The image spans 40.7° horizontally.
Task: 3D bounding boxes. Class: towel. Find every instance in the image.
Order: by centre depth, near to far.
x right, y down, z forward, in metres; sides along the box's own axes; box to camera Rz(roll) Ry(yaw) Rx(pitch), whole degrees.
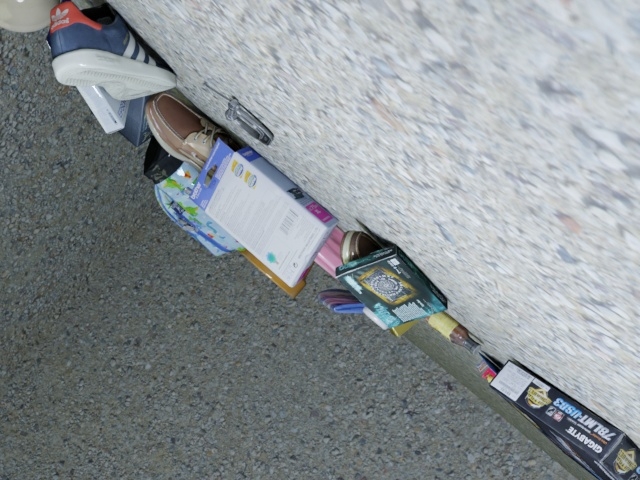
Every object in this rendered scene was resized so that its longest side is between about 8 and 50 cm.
[{"bbox_3d":[0.110,0.146,2.117,0.209,0.034,0.285,-1,-177,-8],"label":"towel"}]

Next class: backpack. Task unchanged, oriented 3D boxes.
[{"bbox_3d":[-0.275,-0.130,2.168,0.356,0.273,0.290,28,-160,-21],"label":"backpack"}]

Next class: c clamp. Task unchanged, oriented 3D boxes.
[{"bbox_3d":[-0.132,-0.209,1.451,0.137,0.022,0.160,36,175,0],"label":"c clamp"}]

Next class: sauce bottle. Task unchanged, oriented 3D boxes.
[{"bbox_3d":[0.272,0.187,1.770,0.128,0.042,0.042,40,176,33],"label":"sauce bottle"}]

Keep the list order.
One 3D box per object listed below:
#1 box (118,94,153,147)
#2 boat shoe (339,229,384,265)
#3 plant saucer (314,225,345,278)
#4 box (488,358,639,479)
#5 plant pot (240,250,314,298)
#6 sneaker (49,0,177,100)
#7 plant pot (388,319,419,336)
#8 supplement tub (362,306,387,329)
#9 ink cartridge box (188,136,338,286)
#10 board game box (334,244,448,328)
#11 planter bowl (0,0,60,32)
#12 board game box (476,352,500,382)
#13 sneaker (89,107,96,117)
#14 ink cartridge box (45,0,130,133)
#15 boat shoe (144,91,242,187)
[{"bbox_3d":[-0.480,-0.360,2.092,0.183,0.059,0.232,40,147,8],"label":"box"},{"bbox_3d":[0.130,0.062,1.599,0.095,0.095,0.257,-3,146,32],"label":"boat shoe"},{"bbox_3d":[0.000,0.000,2.029,0.332,0.084,0.332,41,177,2],"label":"plant saucer"},{"bbox_3d":[0.483,0.367,1.556,0.295,0.073,0.293,43,177,-33],"label":"box"},{"bbox_3d":[-0.088,0.024,2.376,0.205,0.188,0.205,41,177,3],"label":"plant pot"},{"bbox_3d":[-0.382,-0.358,1.616,0.350,0.131,0.148,-1,-104,-75],"label":"sneaker"},{"bbox_3d":[0.207,0.200,2.332,0.083,0.082,0.081,54,175,-6],"label":"plant pot"},{"bbox_3d":[0.151,0.136,1.895,0.071,0.107,0.071,41,176,4],"label":"supplement tub"},{"bbox_3d":[-0.127,-0.067,1.854,0.311,0.185,0.065,39,-144,10],"label":"ink cartridge box"},{"bbox_3d":[0.128,0.086,1.538,0.186,0.126,0.026,45,-145,-38],"label":"board game box"},{"bbox_3d":[-0.588,-0.505,1.688,0.162,0.162,0.109,41,150,-2],"label":"planter bowl"},{"bbox_3d":[0.389,0.308,1.861,0.133,0.033,0.168,40,-173,-10],"label":"board game box"},{"bbox_3d":[-0.574,-0.425,2.261,0.286,0.109,0.130,57,156,23],"label":"sneaker"},{"bbox_3d":[-0.451,-0.363,1.728,0.223,0.045,0.224,-95,-19,-50],"label":"ink cartridge box"},{"bbox_3d":[-0.255,-0.221,1.956,0.116,0.123,0.324,-15,131,45],"label":"boat shoe"}]
